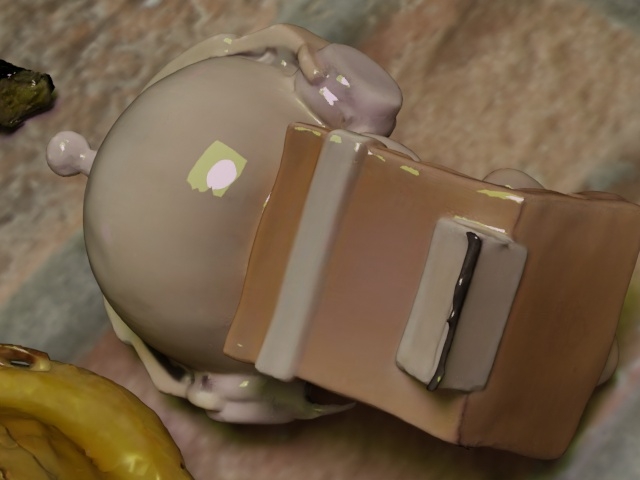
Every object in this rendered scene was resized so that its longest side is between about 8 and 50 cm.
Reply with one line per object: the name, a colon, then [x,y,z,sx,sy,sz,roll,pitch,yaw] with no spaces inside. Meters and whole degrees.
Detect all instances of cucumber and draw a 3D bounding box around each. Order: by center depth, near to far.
cucumber: [-0.193,-0.085,0.790,0.135,0.033,0.034,19,27,23]

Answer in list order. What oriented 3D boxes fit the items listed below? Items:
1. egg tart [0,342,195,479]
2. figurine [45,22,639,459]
egg tart: [-0.160,0.153,0.592,0.288,0.118,0.288,-8,54,11]
figurine: [-0.003,0.000,0.638,0.237,0.141,0.162,16,97,31]
